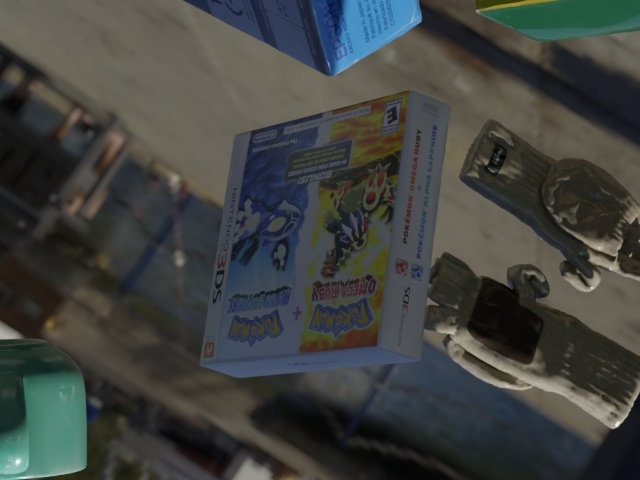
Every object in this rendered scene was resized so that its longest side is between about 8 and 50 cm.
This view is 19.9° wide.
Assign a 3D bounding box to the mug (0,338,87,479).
[{"bbox_3d":[-0.232,0.125,1.364,0.158,0.097,0.129,-2,180,43],"label":"mug"}]

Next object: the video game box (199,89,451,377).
[{"bbox_3d":[0.000,0.000,1.313,0.048,0.187,0.205,17,162,-38],"label":"video game box"}]

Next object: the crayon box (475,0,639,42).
[{"bbox_3d":[0.283,-0.348,1.367,0.313,0.363,0.106,-2,169,41],"label":"crayon box"}]

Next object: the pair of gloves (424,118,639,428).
[{"bbox_3d":[0.194,0.030,1.566,0.204,0.240,0.042,23,148,-8],"label":"pair of gloves"}]

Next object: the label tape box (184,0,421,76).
[{"bbox_3d":[-0.082,-0.300,1.452,0.334,0.106,0.240,32,148,43],"label":"label tape box"}]
